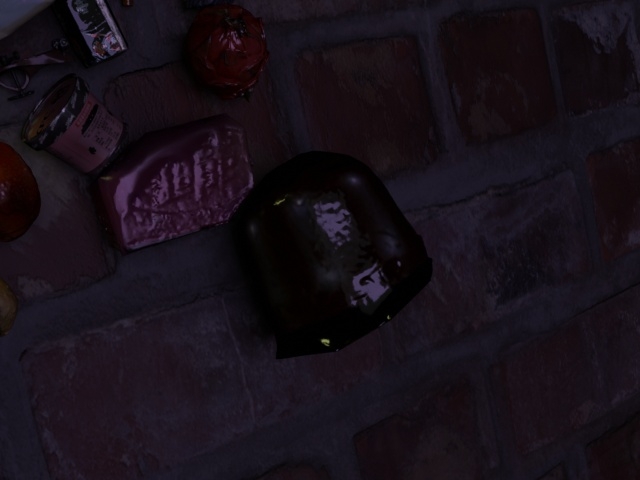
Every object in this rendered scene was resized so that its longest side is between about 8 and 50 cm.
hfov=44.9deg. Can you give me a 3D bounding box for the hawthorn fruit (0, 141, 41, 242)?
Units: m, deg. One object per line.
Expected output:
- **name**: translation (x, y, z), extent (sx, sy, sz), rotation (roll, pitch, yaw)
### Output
- **hawthorn fruit**: translation (-0.556, -0.081, 1.308), extent (0.173, 0.179, 0.174), rotation (-19, 138, -17)

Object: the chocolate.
- **chocolate**: translation (0.000, 0.000, 1.538), extent (0.383, 0.383, 0.331), rotation (-37, 103, -26)

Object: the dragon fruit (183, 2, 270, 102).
- **dragon fruit**: translation (-0.181, -0.374, 1.516), extent (0.172, 0.209, 0.172), rotation (3, 55, -4)

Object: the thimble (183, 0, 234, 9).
- **thimble**: translation (-0.224, -0.496, 1.544), extent (0.104, 0.095, 0.066), rotation (-42, 127, -63)

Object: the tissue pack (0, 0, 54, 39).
- **tissue pack**: translation (-0.501, -0.528, 1.184), extent (0.405, 0.205, 0.332), rotation (-38, 148, -9)

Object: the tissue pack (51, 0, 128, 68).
- **tissue pack**: translation (-0.428, -0.407, 1.410), extent (0.090, 0.103, 0.170), rotation (-30, 105, -22)

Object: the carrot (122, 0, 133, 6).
- **carrot**: translation (-0.373, -0.497, 1.486), extent (0.032, 0.032, 0.093), rotation (-6, 99, -31)

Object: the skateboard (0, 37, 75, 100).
- **skateboard**: translation (-0.515, -0.307, 1.391), extent (0.151, 0.067, 0.080), rotation (-25, 113, -23)

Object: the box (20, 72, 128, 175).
- **box**: translation (-0.433, -0.200, 1.388), extent (0.135, 0.151, 0.151), rotation (38, 71, -34)

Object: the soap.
- **soap**: translation (-0.273, -0.111, 1.497), extent (0.324, 0.127, 0.220), rotation (-20, 103, -31)

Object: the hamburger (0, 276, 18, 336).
- **hamburger**: translation (-0.599, 0.071, 1.205), extent (0.259, 0.283, 0.145), rotation (44, 77, -28)
